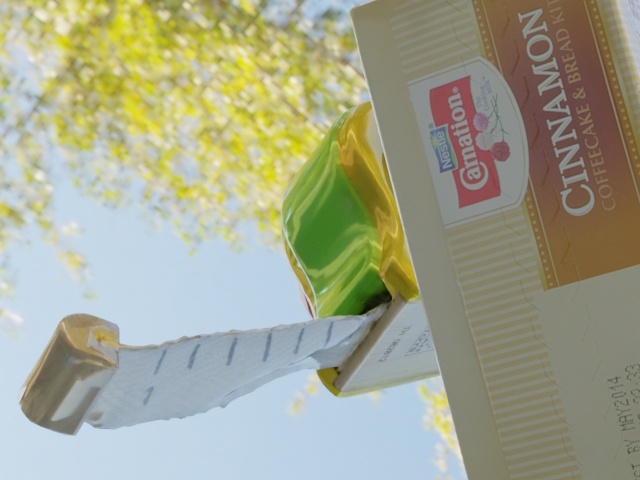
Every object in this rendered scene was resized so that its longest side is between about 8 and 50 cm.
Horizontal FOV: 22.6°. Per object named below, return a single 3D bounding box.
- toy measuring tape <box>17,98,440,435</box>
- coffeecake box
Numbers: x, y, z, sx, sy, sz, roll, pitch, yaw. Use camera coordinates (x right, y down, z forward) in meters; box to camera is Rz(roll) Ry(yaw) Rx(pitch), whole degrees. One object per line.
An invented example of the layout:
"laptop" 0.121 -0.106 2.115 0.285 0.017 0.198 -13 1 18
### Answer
"toy measuring tape" 0.000 0.000 0.634 0.121 0.330 0.121 6 -82 41
"coffeecake box" 0.091 0.003 0.451 0.068 0.185 0.142 -17 -97 25
